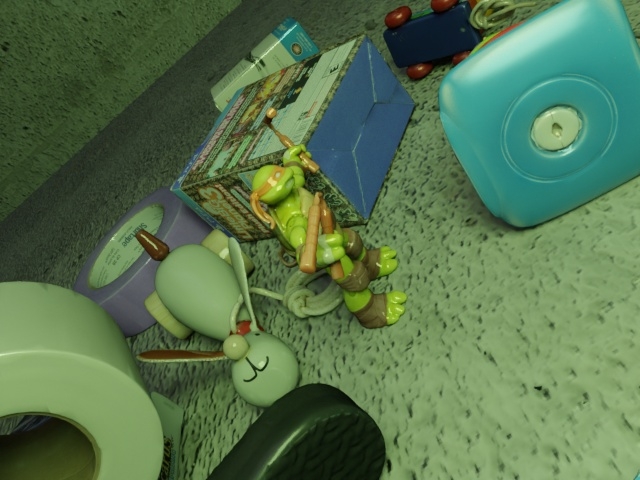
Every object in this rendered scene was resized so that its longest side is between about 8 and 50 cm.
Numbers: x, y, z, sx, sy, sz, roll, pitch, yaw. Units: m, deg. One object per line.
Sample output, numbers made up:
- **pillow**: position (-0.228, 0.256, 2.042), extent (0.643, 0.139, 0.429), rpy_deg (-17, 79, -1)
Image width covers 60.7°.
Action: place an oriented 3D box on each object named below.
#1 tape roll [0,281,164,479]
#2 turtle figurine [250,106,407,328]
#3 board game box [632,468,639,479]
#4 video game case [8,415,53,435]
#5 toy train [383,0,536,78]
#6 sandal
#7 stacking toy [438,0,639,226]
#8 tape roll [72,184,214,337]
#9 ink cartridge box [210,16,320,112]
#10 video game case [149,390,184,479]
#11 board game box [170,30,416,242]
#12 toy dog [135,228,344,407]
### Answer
- **tape roll**: position (-0.293, 0.180, 0.528), extent (0.246, 0.246, 0.169), rpy_deg (-49, 33, -7)
- **turtle figurine**: position (0.000, 0.000, 0.537), extent (0.087, 0.217, 0.270), rpy_deg (-38, 33, 11)
- **board game box**: position (0.144, 0.269, 0.128), extent (0.302, 0.086, 0.308), rpy_deg (-39, 30, -18)
- **video game case**: position (-0.418, 0.287, 0.795), extent (0.196, 0.026, 0.274), rpy_deg (-31, 19, 25)
- **toy train**: position (0.222, -0.326, 0.780), extent (0.247, 0.105, 0.143), rpy_deg (4, 43, 50)
- **sandal**: position (-0.127, 0.290, 0.415), extent (0.446, 0.168, 0.107), rpy_deg (-44, 37, -16)
- **stacking toy**: position (0.206, -0.165, 0.580), extent (0.165, 0.175, 0.302), rpy_deg (-28, 24, 20)
- **tape roll**: position (-0.315, 0.032, 0.976), extent (0.274, 0.090, 0.275), rpy_deg (-29, 36, 24)
- **ink cartridge box**: position (-0.081, -0.283, 1.012), extent (0.203, 0.148, 0.086), rpy_deg (-39, 34, 8)
- **video game case**: position (-0.277, 0.340, 0.614), extent (0.269, 0.061, 0.244), rpy_deg (-36, 34, 14)
- **board game box**: position (-0.042, -0.137, 0.811), extent (0.290, 0.141, 0.232), rpy_deg (-7, 48, 45)
- **toy dog**: position (-0.144, 0.064, 0.680), extent (0.333, 0.161, 0.220), rpy_deg (0, 54, 49)
